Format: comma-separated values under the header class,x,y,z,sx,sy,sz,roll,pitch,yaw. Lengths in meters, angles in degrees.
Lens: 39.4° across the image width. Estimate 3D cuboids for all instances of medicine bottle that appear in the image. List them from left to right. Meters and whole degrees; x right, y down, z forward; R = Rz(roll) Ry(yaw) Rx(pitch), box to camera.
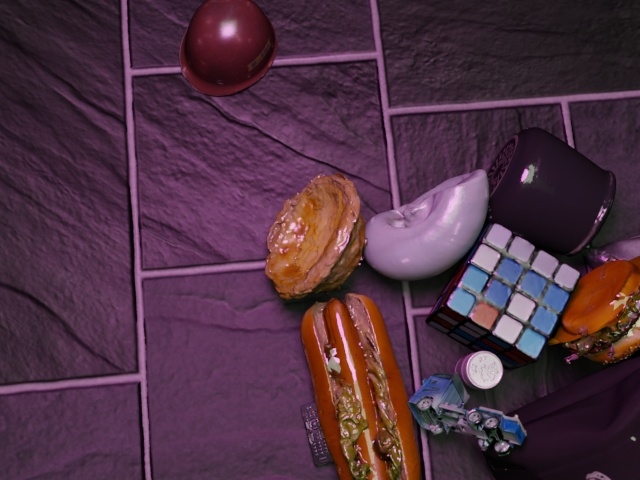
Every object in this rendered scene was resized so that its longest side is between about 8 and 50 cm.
class,x,y,z,sx,sy,sz,roll,pitch,yaw
medicine bottle,0.235,0.195,1.329,0.057,0.089,0.057,0,79,-2

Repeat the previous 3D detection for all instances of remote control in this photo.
class,x,y,z,sx,sy,sz,roll,pitch,yaw
remote control,-0.005,0.288,1.335,0.034,0.016,0.091,-17,78,10

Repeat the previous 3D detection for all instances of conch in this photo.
class,x,y,z,sx,sy,sz,roll,pitch,yaw
conch,0.164,-0.024,1.329,0.121,0.221,0.185,45,33,-28

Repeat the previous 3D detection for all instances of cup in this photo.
class,x,y,z,sx,sy,sz,roll,pitch,yaw
cup,0.351,-0.088,1.373,0.176,0.169,0.223,25,47,-1

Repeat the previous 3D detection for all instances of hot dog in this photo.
class,x,y,z,sx,sy,sz,roll,pitch,yaw
hot dog,0.063,0.244,1.305,0.135,0.100,0.338,-12,78,-6

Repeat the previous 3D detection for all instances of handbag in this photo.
class,x,y,z,sx,sy,sz,roll,pitch,yaw
handbag,0.414,0.336,1.229,0.342,0.152,0.288,-34,88,34

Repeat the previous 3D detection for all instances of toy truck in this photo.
class,x,y,z,sx,sy,sz,roll,pitch,yaw
toy truck,0.214,0.240,1.262,0.081,0.175,0.067,-50,127,-30

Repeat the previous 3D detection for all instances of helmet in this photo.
class,x,y,z,sx,sy,sz,roll,pitch,yaw
helmet,-0.154,-0.324,1.422,0.155,0.106,0.175,43,83,7

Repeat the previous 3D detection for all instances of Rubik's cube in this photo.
class,x,y,z,sx,sy,sz,roll,pitch,yaw
Rubik's cube,0.267,0.087,1.322,0.154,0.155,0.151,32,76,4

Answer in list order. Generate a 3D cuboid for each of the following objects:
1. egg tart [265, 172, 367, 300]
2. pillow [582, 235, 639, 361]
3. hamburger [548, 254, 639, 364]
class,x,y,z,sx,sy,sz,roll,pitch,yaw
egg tart,0.001,0.000,1.323,0.090,0.212,0.213,23,75,-29
pillow,0.542,0.059,1.365,0.249,0.106,0.186,-20,85,-5
hamburger,0.415,0.100,1.264,0.093,0.164,0.190,42,62,-10
